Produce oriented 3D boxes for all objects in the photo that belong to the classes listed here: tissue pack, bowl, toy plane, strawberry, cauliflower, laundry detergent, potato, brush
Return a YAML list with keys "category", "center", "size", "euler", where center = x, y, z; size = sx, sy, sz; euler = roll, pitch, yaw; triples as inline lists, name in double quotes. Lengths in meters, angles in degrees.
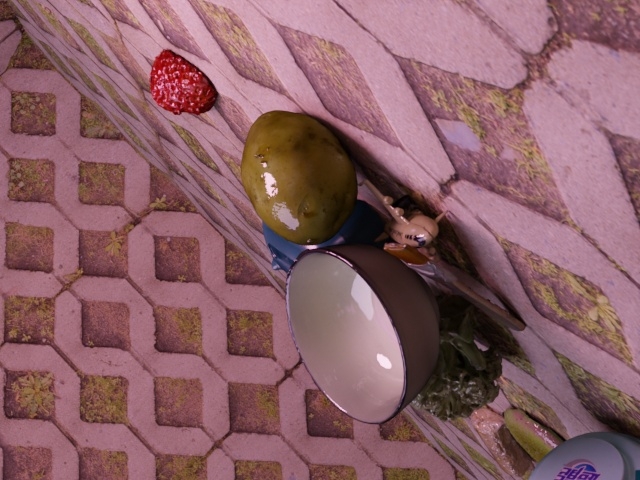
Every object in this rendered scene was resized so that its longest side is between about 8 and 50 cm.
- category: "tissue pack"
  center: [0.000, 0.000, 1.754]
  size: [0.287, 0.206, 0.198]
  euler: [32, 154, 46]
- category: "bowl"
  center: [0.105, 0.155, 1.538]
  size: [0.353, 0.185, 0.354]
  euler: [30, 131, 43]
- category: "toy plane"
  center: [0.161, -0.023, 1.430]
  size: [0.229, 0.092, 0.244]
  euler: [50, 167, -11]
- category: "strawberry"
  center: [-0.354, -0.371, 1.980]
  size: [0.190, 0.111, 0.236]
  euler: [55, 164, -28]
- category: "cauliflower"
  center: [0.259, 0.227, 1.660]
  size: [0.275, 0.272, 0.250]
  euler: [26, 131, 19]
- category: "laundry detergent"
  center: [0.548, 0.532, 1.477]
  size: [0.305, 0.287, 0.287]
  euler: [50, 167, -21]
- category: "potato"
  center: [-0.045, -0.123, 1.517]
  size: [0.216, 0.215, 0.304]
  euler: [55, -177, -37]
- category: "brush"
  center: [0.252, 0.090, 1.428]
  size: [0.336, 0.020, 0.085]
  euler: [31, 167, -26]

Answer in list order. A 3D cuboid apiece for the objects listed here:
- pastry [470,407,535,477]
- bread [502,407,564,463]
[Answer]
- category: "pastry"
  center: [0.509, 0.567, 2.226]
  size: [0.258, 0.089, 0.121]
  euler: [57, 177, -31]
- category: "bread"
  center: [0.567, 0.528, 1.987]
  size: [0.301, 0.045, 0.301]
  euler: [44, 168, 12]
